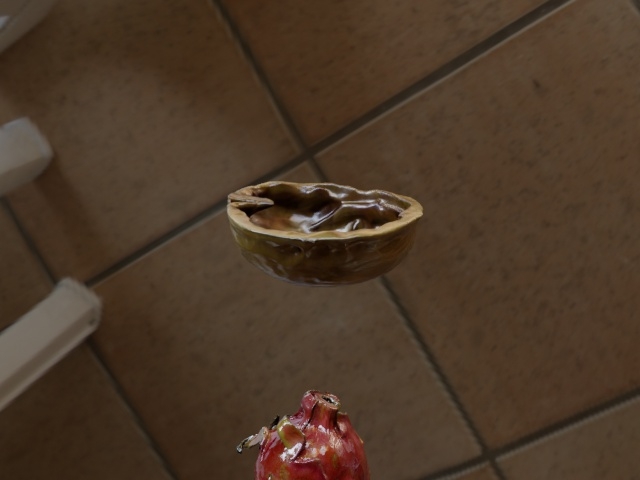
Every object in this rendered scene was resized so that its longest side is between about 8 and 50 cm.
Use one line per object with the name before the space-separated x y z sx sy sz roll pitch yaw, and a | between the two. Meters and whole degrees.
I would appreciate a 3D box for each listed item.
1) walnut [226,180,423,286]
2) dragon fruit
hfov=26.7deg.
walnut | 0.002 0.002 1.376 0.211 0.167 0.087 7 110 21
dragon fruit | -0.008 0.237 1.370 0.133 0.136 0.165 37 120 50
